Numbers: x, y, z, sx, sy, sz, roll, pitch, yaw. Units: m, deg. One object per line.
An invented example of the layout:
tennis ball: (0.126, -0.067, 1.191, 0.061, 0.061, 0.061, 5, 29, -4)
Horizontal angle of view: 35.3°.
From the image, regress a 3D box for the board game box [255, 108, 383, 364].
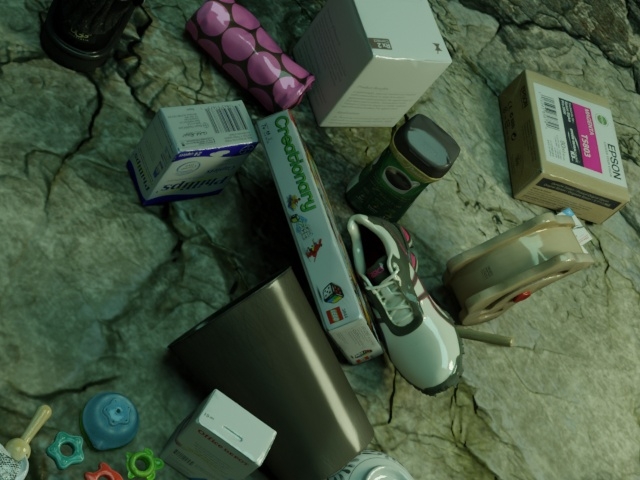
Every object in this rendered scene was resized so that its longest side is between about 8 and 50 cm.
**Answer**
board game box: (0.000, 0.000, 1.339, 0.053, 0.193, 0.305, -21, 69, 4)

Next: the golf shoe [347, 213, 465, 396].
golf shoe: (0.101, 0.086, 1.368, 0.120, 0.105, 0.272, 33, 29, -56)

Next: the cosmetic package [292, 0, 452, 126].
cosmetic package: (0.076, -0.287, 1.562, 0.151, 0.183, 0.151, -3, 63, -33)

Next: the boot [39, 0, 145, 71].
boot: (-0.268, -0.423, 1.388, 0.131, 0.260, 0.348, 19, 53, -20)

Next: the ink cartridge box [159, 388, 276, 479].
ink cartridge box: (-0.118, 0.234, 1.152, 0.088, 0.122, 0.052, 37, 49, -7)

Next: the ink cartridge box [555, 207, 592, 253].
ink cartridge box: (0.425, -0.009, 1.698, 0.048, 0.028, 0.083, -27, 78, -39)

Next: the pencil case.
pencil case: (-0.101, -0.285, 1.520, 0.209, 0.095, 0.098, 47, 33, 0)

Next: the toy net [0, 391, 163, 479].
toy net: (-0.295, 0.239, 1.097, 0.232, 0.045, 0.122, -10, 69, -34)

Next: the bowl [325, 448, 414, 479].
bowl: (0.067, 0.323, 1.236, 0.170, 0.080, 0.170, 15, 54, -22)

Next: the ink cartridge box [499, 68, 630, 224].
ink cartridge box: (0.424, -0.165, 1.760, 0.193, 0.088, 0.234, 13, 54, -22)

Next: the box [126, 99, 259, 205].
box: (-0.171, -0.116, 1.333, 0.126, 0.137, 0.072, -12, 69, -36)

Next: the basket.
basket: (-0.048, 0.172, 1.205, 0.154, 0.204, 0.227, -36, 92, -46)

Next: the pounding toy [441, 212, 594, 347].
pounding toy: (0.269, 0.085, 1.449, 0.154, 0.270, 0.154, 67, 13, 19)

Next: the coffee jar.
coffee jar: (0.120, -0.101, 1.469, 0.096, 0.184, 0.079, 40, 49, -4)
